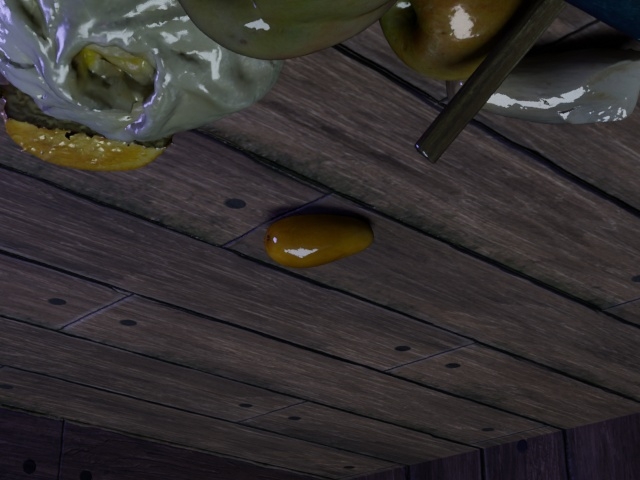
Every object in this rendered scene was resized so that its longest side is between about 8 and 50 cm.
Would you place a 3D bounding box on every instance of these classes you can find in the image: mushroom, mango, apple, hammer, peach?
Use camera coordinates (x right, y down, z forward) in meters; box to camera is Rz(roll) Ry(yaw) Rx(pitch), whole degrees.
[{"bbox_3d":[0.281,-0.192,1.373,0.247,0.096,0.108,1,180,5],"label":"mushroom"},{"bbox_3d":[0.000,0.000,1.797,0.184,0.084,0.102,-2,156,-8],"label":"mango"},{"bbox_3d":[0.145,-0.258,1.154,0.155,0.182,0.182,-25,164,-24],"label":"apple"},{"bbox_3d":[0.219,-0.224,1.090,0.365,0.043,0.111,-50,144,1],"label":"hammer"},{"bbox_3d":[-0.007,-0.298,0.933,0.292,0.247,0.292,-40,159,-18],"label":"peach"}]

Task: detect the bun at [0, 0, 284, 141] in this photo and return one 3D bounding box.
[{"bbox_3d":[-0.197,-0.222,1.171,0.365,0.219,0.365,3,157,1],"label":"bun"}]

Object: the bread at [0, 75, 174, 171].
[{"bbox_3d":[-0.295,-0.161,1.386,0.229,0.143,0.139,11,152,-17],"label":"bread"}]

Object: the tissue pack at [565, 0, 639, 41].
[{"bbox_3d":[0.308,-0.265,0.745,0.417,0.253,0.264,17,151,-28],"label":"tissue pack"}]
